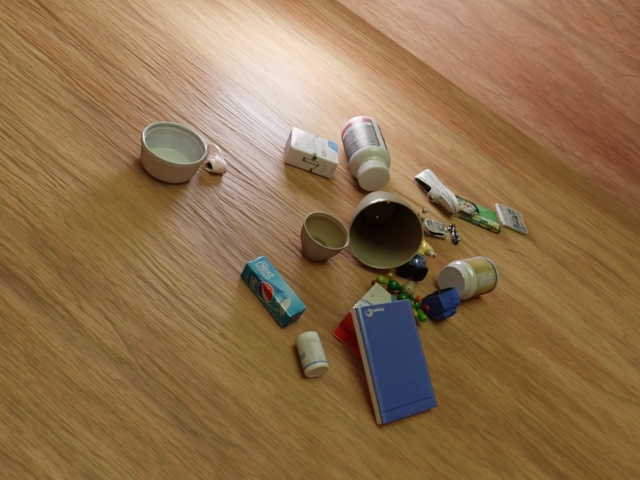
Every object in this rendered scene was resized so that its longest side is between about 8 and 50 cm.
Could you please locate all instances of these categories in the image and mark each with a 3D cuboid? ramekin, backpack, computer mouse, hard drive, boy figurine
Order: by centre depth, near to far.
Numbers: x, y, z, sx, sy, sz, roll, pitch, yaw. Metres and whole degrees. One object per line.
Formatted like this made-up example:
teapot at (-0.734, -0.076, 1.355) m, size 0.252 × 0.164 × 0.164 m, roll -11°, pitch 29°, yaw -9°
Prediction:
hard drive at (0.213, 0.337, 1.434) m, size 0.210 × 0.040 × 0.318 m, roll -3°, pitch 73°, yaw -34°
ramekin at (-0.487, -0.281, 1.634) m, size 0.207 × 0.109 × 0.207 m, roll 17°, pitch 43°, yaw -17°
backpack at (0.424, 0.219, 1.732) m, size 0.120 × 0.098 × 0.101 m, roll -18°, pitch 91°, yaw -42°
boy figurine at (0.351, 0.023, 1.879) m, size 0.177 × 0.092 × 0.285 m, roll 16°, pitch 45°, yaw -5°
computer mouse at (0.497, -0.042, 2.076) m, size 0.193 × 0.042 × 0.106 m, roll 15°, pitch 48°, yaw -28°

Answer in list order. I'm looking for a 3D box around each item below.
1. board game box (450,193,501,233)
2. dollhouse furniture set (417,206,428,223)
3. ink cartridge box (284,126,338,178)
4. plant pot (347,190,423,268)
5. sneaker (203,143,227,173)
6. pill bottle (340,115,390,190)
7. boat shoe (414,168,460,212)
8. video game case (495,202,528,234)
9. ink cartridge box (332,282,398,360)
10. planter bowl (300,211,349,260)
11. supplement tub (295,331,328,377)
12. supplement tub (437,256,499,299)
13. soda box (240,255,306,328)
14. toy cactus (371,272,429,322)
board game box at (0.707, -0.125, 2.300) m, size 0.260 × 0.030 × 0.136 m, roll 21°, pitch 40°, yaw -13°
dollhouse furniture set at (0.374, -0.080, 2.013) m, size 0.081 × 0.091 × 0.114 m, roll 21°, pitch 43°, yaw 10°
ink cartridge box at (-0.036, -0.353, 2.007) m, size 0.203 × 0.086 × 0.148 m, roll 17°, pitch 42°, yaw -16°
plant pot at (0.223, -0.075, 1.801) m, size 0.257 × 0.256 × 0.274 m, roll 24°, pitch 24°, yaw -10°
sneaker at (-0.383, -0.289, 1.751) m, size 0.070 × 0.051 × 0.134 m, roll -8°, pitch 59°, yaw -44°
pill bottle at (0.195, -0.363, 2.095) m, size 0.176 × 0.176 × 0.318 m, roll 11°, pitch 45°, yaw -23°
boat shoe at (0.515, -0.206, 2.225) m, size 0.084 × 0.095 × 0.258 m, roll -28°, pitch 57°, yaw -13°
video game case at (0.929, -0.104, 2.427) m, size 0.143 × 0.019 × 0.157 m, roll 19°, pitch 42°, yaw -16°
ink cartridge box at (0.155, 0.248, 1.542) m, size 0.134 × 0.078 × 0.231 m, roll 40°, pitch 42°, yaw 9°
planter bowl at (0.000, 0.000, 1.665) m, size 0.162 × 0.109 × 0.162 m, roll 18°, pitch 42°, yaw -17°
supplement tub at (-0.024, 0.313, 1.370) m, size 0.071 × 0.071 × 0.107 m, roll 3°, pitch 48°, yaw -30°
supplement tub at (0.546, 0.140, 1.846) m, size 0.200 × 0.144 × 0.144 m, roll -7°, pitch 54°, yaw -37°
soda box at (-0.140, 0.149, 1.461) m, size 0.071 × 0.067 × 0.210 m, roll -23°, pitch 64°, yaw -44°
toy cactus at (0.285, 0.177, 1.691) m, size 0.219 × 0.112 × 0.180 m, roll 32°, pitch 30°, yaw 12°
